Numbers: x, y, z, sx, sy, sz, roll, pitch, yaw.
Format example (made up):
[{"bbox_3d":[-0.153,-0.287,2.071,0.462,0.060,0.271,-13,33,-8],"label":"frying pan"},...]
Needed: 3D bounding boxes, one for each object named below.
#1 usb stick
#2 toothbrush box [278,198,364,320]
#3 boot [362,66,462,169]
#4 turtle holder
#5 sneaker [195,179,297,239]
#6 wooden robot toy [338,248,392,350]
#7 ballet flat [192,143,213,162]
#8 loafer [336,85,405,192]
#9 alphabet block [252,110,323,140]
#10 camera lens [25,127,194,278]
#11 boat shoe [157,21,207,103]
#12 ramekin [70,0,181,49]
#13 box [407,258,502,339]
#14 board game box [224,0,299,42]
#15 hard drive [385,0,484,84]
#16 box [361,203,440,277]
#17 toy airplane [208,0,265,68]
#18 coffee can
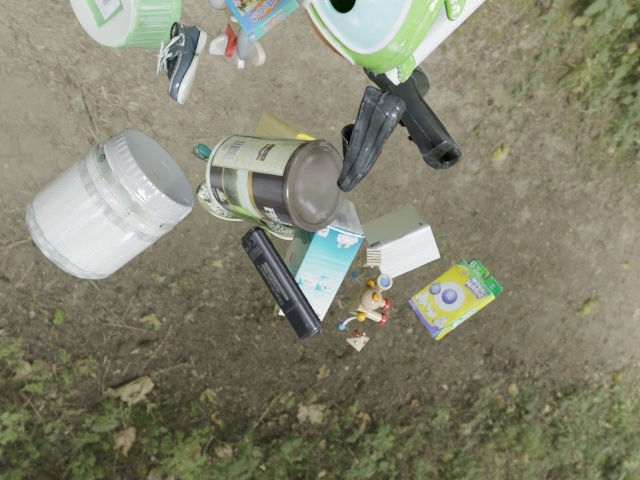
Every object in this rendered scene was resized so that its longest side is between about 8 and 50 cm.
[{"bbox_3d":[-0.088,0.097,1.106,0.045,0.278,0.077,-26,170,-47],"label":"usb stick"},{"bbox_3d":[-0.009,0.042,1.333,0.126,0.216,0.296,17,117,-14],"label":"toothbrush box"},{"bbox_3d":[0.371,-0.446,1.746,0.366,0.445,0.146,0,141,-47],"label":"boot"},{"bbox_3d":[0.103,-0.440,0.812,0.227,0.320,0.244,11,73,-26],"label":"turtle holder"},{"bbox_3d":[-0.220,-0.120,1.675,0.410,0.182,0.158,17,86,-11],"label":"sneaker"},{"bbox_3d":[0.088,0.093,0.805,0.076,0.079,0.174,20,71,-10],"label":"wooden robot toy"},{"bbox_3d":[-0.432,-0.324,1.964,0.188,0.070,0.070,36,89,-41],"label":"ballet flat"},{"bbox_3d":[0.071,-0.173,0.862,0.076,0.078,0.223,-50,173,-38],"label":"loafer"},{"bbox_3d":[-0.097,-0.265,1.546,0.193,0.197,0.193,8,116,-48],"label":"alphabet block"},{"bbox_3d":[-0.428,-0.069,1.006,0.274,0.219,0.219,-35,133,10],"label":"camera lens"},{"bbox_3d":[-0.281,-0.362,0.975,0.079,0.255,0.095,20,135,-23],"label":"boat shoe"},{"bbox_3d":[-0.542,-0.673,1.335,0.148,0.303,0.304,-40,137,-50],"label":"ramekin"},{"bbox_3d":[0.293,0.122,1.073,0.179,0.105,0.043,-38,145,7],"label":"box"},{"bbox_3d":[-0.178,-0.663,1.310,0.160,0.210,0.047,-33,170,12],"label":"board game box"},{"bbox_3d":[0.239,-0.535,1.063,0.353,0.233,0.047,-41,142,21],"label":"hard drive"},{"bbox_3d":[0.235,0.002,1.484,0.180,0.182,0.119,-23,117,3],"label":"box"},{"bbox_3d":[-0.303,-0.821,1.768,0.272,0.386,0.385,4,100,-49],"label":"toy airplane"},{"bbox_3d":[-0.105,-0.143,1.153,0.201,0.275,0.202,-18,114,-46],"label":"coffee can"}]
